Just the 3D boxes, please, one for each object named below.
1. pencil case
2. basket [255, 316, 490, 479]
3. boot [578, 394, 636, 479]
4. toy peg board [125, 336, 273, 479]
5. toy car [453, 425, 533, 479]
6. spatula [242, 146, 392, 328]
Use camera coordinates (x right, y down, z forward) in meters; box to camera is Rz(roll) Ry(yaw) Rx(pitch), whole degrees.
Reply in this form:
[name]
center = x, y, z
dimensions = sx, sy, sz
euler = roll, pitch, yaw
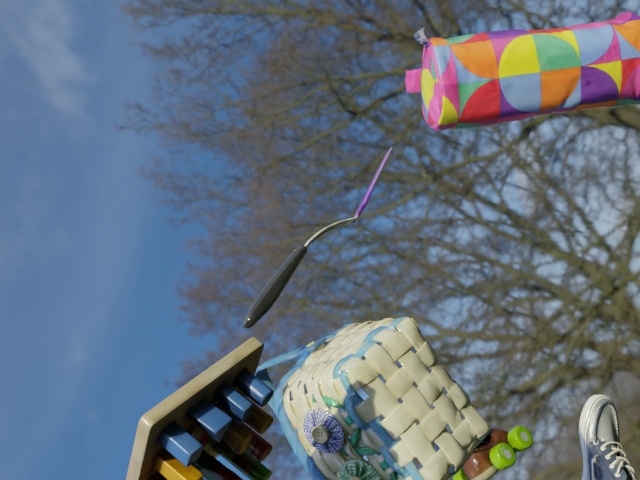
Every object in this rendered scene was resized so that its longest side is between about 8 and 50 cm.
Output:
[pencil case]
center = 0.209, -0.169, 0.970
dimensions = 0.104, 0.236, 0.105
euler = 174, 90, -86
[basket]
center = 0.046, 0.229, 1.226
dimensions = 0.201, 0.255, 0.289
euler = -37, -2, -33
[boot]
center = 0.430, 0.324, 1.421
dimensions = 0.086, 0.069, 0.190
euler = 168, 106, -66
[toy peg board]
center = -0.102, 0.204, 0.934
dimensions = 0.161, 0.079, 0.161
euler = -34, -29, -46
[toy car]
center = 0.321, 0.407, 2.054
dimensions = 0.149, 0.188, 0.155
euler = -28, -13, -46
[spatula]
center = 0.000, 0.000, 1.206
dimensions = 0.296, 0.030, 0.084
euler = -46, -5, -20
